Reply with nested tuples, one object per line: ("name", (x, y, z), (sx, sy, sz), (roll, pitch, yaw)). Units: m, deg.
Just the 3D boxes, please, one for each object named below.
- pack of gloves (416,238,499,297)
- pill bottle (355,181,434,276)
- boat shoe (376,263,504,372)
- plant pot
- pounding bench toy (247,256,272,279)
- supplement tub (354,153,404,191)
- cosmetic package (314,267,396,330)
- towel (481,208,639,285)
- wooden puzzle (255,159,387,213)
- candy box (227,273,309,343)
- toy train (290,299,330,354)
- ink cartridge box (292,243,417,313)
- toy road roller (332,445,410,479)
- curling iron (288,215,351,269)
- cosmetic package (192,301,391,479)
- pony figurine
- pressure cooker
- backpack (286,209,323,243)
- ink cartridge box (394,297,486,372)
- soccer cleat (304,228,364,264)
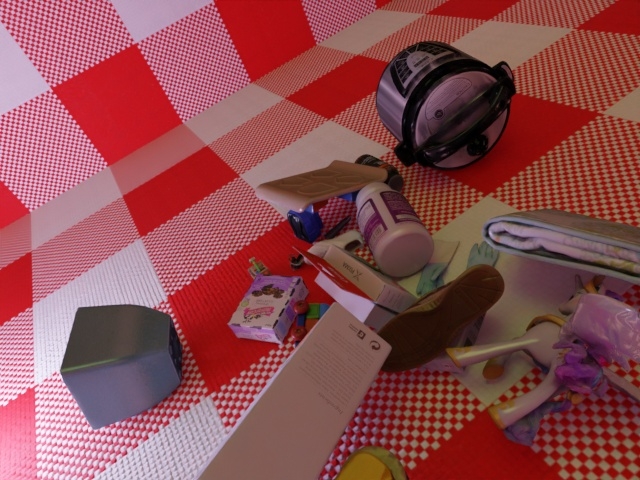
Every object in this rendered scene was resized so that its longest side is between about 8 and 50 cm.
("pack of gloves", (0.363, 0.070, 1.289), (0.195, 0.046, 0.232), (0, 44, 31))
("pill bottle", (0.201, -0.046, 1.417), (0.169, 0.169, 0.301), (-23, 38, 4))
("boat shoe", (0.260, 0.175, 1.097), (0.342, 0.123, 0.123), (-42, 80, 10))
("plant pot", (-0.523, 0.327, 1.340), (0.252, 0.248, 0.247), (-11, 36, -7))
("pounding bench toy", (-0.195, 0.098, 1.540), (0.052, 0.083, 0.065), (-36, 38, -13))
("supplement tub", (0.202, -0.225, 1.680), (0.106, 0.106, 0.198), (-35, 38, -12))
("cosmetic package", (0.089, 0.151, 1.286), (0.239, 0.099, 0.060), (37, 98, 51))
("towel", (0.602, 0.007, 1.076), (0.320, 0.090, 0.374), (-5, 19, -43))
("wooden puzzle", (0.001, -0.171, 1.615), (0.347, 0.081, 0.322), (-24, 26, -28))
("candy box", (-0.150, 0.195, 1.410), (0.164, 0.070, 0.196), (1, 44, 30))
("toy train", (0.001, 0.263, 1.233), (0.143, 0.105, 0.248), (-4, 41, 6))
("ink cartridge box", (0.084, 0.081, 1.269), (0.060, 0.239, 0.275), (-60, 36, 5))
("toy road roller", (0.078, 0.538, 0.782), (0.240, 0.202, 0.329), (30, 68, 34))
("curling iron", (0.000, 0.000, 1.585), (0.274, 0.035, 0.068), (-41, 40, -18))
("cosmetic package", (-0.061, 0.355, 0.938), (0.161, 0.230, 0.453), (39, 45, 4))
("pony figurine", (0.465, 0.221, 0.895), (0.363, 0.303, 0.351), (-33, 24, 4))
("pressure cooker", (0.414, -0.441, 1.604), (0.375, 0.370, 0.420), (-1, 35, -17))
("backpack", (-0.054, -0.068, 1.627), (0.098, 0.120, 0.101), (16, 53, 42))
("ink cartridge box", (0.267, 0.222, 1.177), (0.232, 0.066, 0.189), (-15, 33, 49))
("soccer cleat", (0.042, 0.028, 1.506), (0.196, 0.068, 0.076), (-25, 40, -4))
